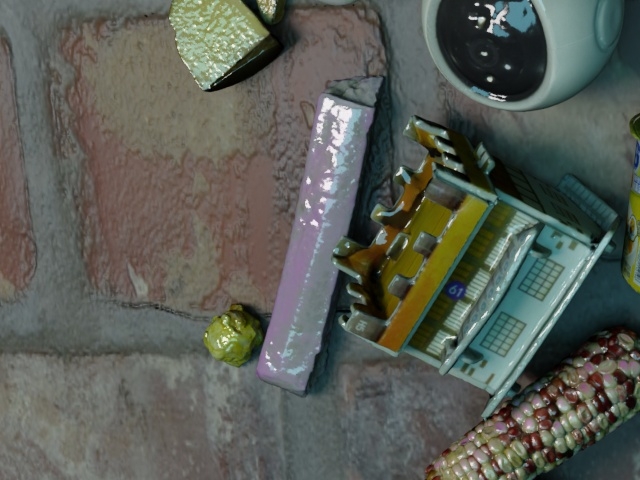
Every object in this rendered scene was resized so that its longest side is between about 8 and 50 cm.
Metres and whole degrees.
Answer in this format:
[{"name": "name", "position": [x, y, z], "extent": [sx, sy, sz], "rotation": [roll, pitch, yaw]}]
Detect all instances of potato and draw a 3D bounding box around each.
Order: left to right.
[{"name": "potato", "position": [-0.103, -0.218, 1.361], "extent": [0.096, 0.066, 0.103], "rotation": [-31, 89, 6]}]

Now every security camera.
[{"name": "security camera", "position": [0.190, -0.239, 1.215], "extent": [0.194, 0.194, 0.236], "rotation": [5, 110, 14]}]

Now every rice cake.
[{"name": "rice cake", "position": [0.000, 0.000, 1.390], "extent": [0.072, 0.056, 0.365], "rotation": [17, 107, 9]}]

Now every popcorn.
[{"name": "popcorn", "position": [-0.099, 0.109, 1.442], "extent": [0.059, 0.068, 0.083], "rotation": [35, 142, 15]}]

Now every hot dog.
[{"name": "hot dog", "position": [-0.050, -0.269, 1.352], "extent": [0.034, 0.030, 0.090], "rotation": [17, 107, 16]}]

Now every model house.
[{"name": "model house", "position": [0.145, 0.024, 1.275], "extent": [0.215, 0.198, 0.224], "rotation": [26, 108, -11]}]

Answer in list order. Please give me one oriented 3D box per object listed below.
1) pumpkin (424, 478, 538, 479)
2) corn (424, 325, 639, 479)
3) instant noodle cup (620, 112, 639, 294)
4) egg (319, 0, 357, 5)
[{"name": "pumpkin", "position": [0.173, 0.324, 1.370], "extent": [0.190, 0.146, 0.190], "rotation": [-8, 73, 29]}, {"name": "corn", "position": [0.220, 0.183, 1.307], "extent": [0.280, 0.092, 0.092], "rotation": [-32, 93, -5]}, {"name": "instant noodle cup", "position": [0.371, -0.019, 1.213], "extent": [0.205, 0.205, 0.153], "rotation": [14, 112, 12]}, {"name": "egg", "position": [0.007, -0.331, 1.257], "extent": [0.151, 0.151, 0.209], "rotation": [-8, 105, 17]}]
